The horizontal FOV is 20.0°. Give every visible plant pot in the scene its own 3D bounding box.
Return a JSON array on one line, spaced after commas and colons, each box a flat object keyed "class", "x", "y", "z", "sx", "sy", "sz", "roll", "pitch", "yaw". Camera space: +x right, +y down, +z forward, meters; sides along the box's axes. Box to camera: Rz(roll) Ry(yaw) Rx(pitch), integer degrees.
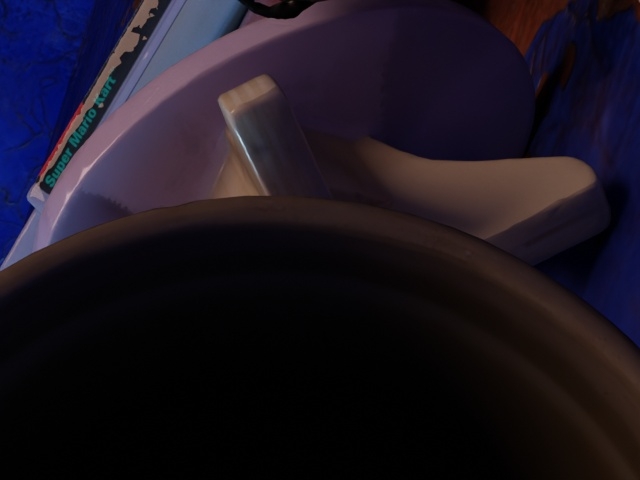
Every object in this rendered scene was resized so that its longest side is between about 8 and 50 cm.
[{"class": "plant pot", "x": -0.019, "y": 0.172, "z": 0.684, "sx": 0.280, "sy": 0.323, "sz": 0.323, "roll": 100, "pitch": -177, "yaw": -76}]

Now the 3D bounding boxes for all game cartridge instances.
[{"class": "game cartridge", "x": -0.073, "y": -0.131, "z": 1.176, "sx": 0.355, "sy": 0.068, "sz": 0.230, "roll": -56, "pitch": -8, "yaw": 19}]

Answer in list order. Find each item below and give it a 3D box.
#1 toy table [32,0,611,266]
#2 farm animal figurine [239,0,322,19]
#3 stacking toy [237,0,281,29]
[{"class": "toy table", "x": 0.000, "y": 0.000, "z": 0.879, "sx": 0.274, "sy": 0.252, "sz": 0.161, "roll": -37, "pitch": 32, "yaw": 3}, {"class": "farm animal figurine", "x": 0.066, "y": -0.225, "z": 0.848, "sx": 0.327, "sy": 0.172, "sz": 0.330, "roll": -39, "pitch": 6, "yaw": 9}, {"class": "stacking toy", "x": 0.014, "y": -0.089, "z": 1.217, "sx": 0.309, "sy": 0.130, "sz": 0.279, "roll": -57, "pitch": -5, "yaw": 34}]
